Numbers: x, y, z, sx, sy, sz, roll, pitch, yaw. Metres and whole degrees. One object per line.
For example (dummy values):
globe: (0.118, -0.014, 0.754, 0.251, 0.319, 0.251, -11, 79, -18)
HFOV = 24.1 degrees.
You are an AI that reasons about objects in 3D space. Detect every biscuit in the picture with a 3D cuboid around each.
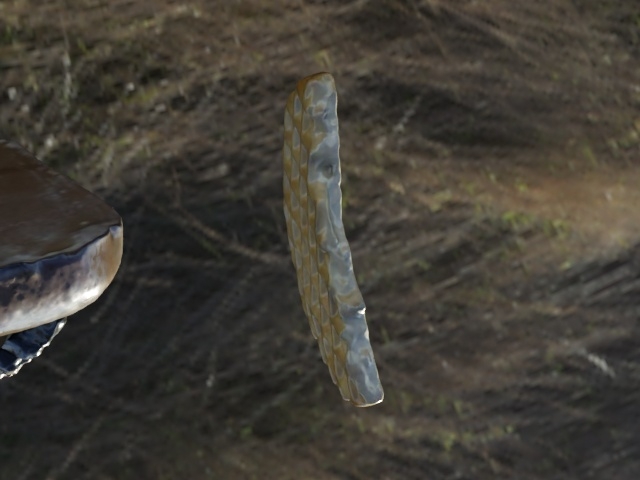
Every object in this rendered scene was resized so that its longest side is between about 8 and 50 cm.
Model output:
biscuit: (0.000, 0.000, 1.430, 0.040, 0.309, 0.204, -9, -177, -11)

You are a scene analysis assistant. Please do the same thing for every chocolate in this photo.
chocolate: (-0.232, 0.011, 0.996, 0.157, 0.254, 0.080, -14, 114, -28)

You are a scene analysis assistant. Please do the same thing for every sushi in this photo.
sushi: (-0.300, 0.090, 1.503, 0.047, 0.219, 0.231, 40, 77, -16)
